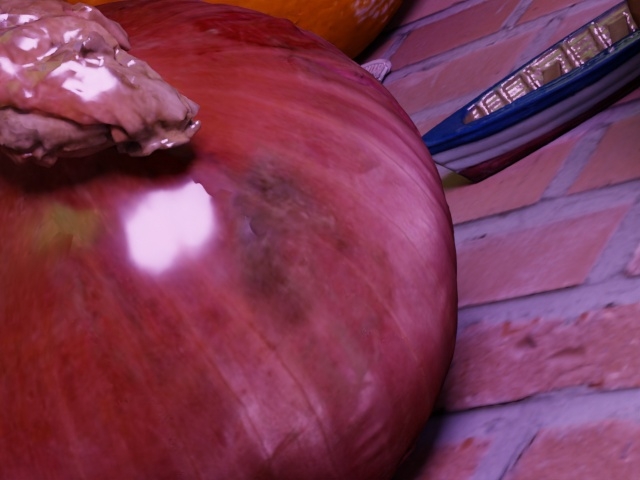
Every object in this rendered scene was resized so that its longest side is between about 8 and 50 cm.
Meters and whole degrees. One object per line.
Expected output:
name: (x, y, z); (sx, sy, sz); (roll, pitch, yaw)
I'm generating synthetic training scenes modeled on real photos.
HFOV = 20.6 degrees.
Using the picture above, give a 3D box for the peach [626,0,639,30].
peach: (0.240, -0.193, 0.831); (0.252, 0.252, 0.252); (-35, 19, 14)

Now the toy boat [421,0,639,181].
toy boat: (0.160, -0.104, 1.093); (0.229, 0.046, 0.080); (-34, 20, 19)

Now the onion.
onion: (-0.094, 0.041, 0.906); (0.354, 0.353, 0.353); (-35, 19, 14)

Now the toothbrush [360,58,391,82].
toothbrush: (-0.027, -0.114, 1.527); (0.257, 0.018, 0.024); (-16, 36, 50)

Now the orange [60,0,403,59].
orange: (-0.107, -0.267, 1.520); (0.424, 0.326, 0.424); (-12, 1, 0)
